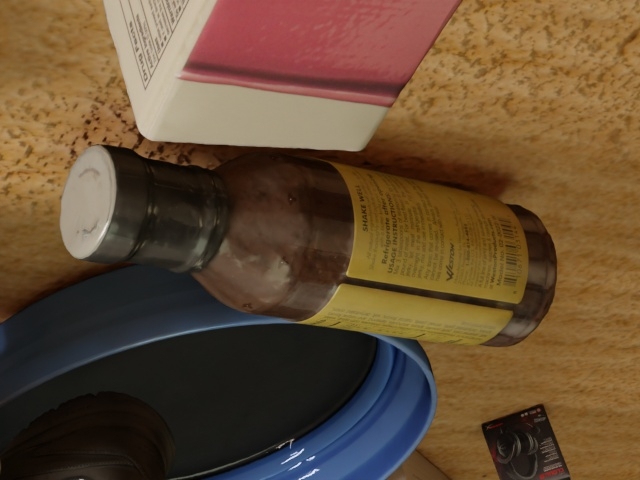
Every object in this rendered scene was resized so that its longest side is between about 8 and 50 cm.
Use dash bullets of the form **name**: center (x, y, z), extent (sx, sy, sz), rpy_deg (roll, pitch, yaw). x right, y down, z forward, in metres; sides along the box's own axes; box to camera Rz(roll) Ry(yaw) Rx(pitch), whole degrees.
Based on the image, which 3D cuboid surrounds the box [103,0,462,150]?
- **box**: center (-0.004, -0.170, 0.694), extent (0.127, 0.148, 0.232), rpy_deg (2, 143, -29)

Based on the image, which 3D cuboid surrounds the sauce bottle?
- **sauce bottle**: center (0.000, 0.000, 0.984), extent (0.344, 0.111, 0.111), rpy_deg (12, 137, -36)

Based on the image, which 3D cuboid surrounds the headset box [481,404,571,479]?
- **headset box**: center (0.191, 0.202, 1.396), extent (0.062, 0.083, 0.032), rpy_deg (-18, 148, 2)

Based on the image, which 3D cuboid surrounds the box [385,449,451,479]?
- **box**: center (0.040, 0.291, 1.424), extent (0.181, 0.119, 0.182), rpy_deg (-27, 146, 13)

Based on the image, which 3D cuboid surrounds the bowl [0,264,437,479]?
- **bowl**: center (-0.106, 0.140, 1.172), extent (0.391, 0.077, 0.391), rpy_deg (-12, 147, -8)

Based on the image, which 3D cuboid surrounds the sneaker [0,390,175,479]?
- **sneaker**: center (-0.228, 0.198, 0.980), extent (0.286, 0.130, 0.109), rpy_deg (-29, 110, 3)
